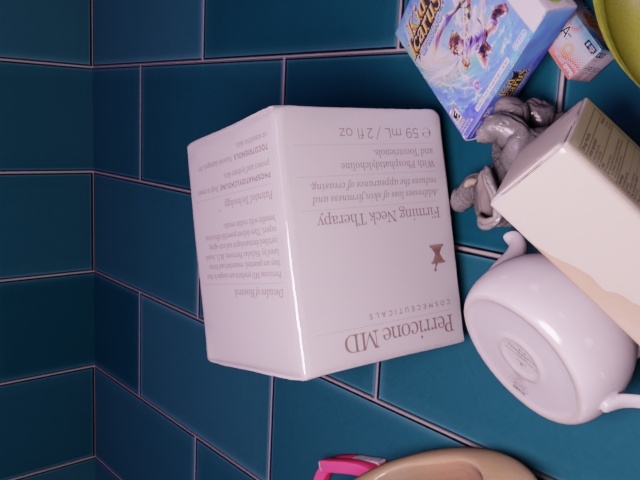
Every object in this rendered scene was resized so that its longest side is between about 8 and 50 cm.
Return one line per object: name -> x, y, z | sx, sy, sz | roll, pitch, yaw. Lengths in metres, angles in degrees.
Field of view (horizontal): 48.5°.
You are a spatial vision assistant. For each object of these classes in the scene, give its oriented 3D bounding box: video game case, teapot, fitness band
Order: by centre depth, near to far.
teapot -> 0.339, 0.112, 0.968 | 0.256, 0.187, 0.252 | 58, 162, -3
video game case -> 0.230, -0.329, 1.068 | 0.244, 0.061, 0.269 | 64, 154, 24
fitness band -> 0.078, 0.536, 1.411 | 0.291, 0.054, 0.209 | -15, 83, 50

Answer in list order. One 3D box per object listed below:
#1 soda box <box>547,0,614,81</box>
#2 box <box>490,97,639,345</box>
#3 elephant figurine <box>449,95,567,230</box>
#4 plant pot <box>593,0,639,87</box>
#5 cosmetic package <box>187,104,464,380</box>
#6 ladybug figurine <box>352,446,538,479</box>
soda box -> 0.340, -0.314, 1.002 | 0.063, 0.058, 0.183 | -46, 61, 44
box -> 0.366, -0.003, 0.835 | 0.311, 0.148, 0.121 | 44, 133, -1
elephant figurine -> 0.286, -0.075, 1.045 | 0.169, 0.186, 0.239 | 24, 129, 10
plant pot -> 0.412, -0.219, 0.597 | 0.367, 0.353, 0.366 | 11, 121, 19
cosmetic package -> 0.000, 0.000, 1.208 | 0.327, 0.329, 0.393 | -7, 89, 56
ladybug figurine -> 0.169, 0.483, 1.140 | 0.449, 0.305, 0.162 | -20, 109, 40
